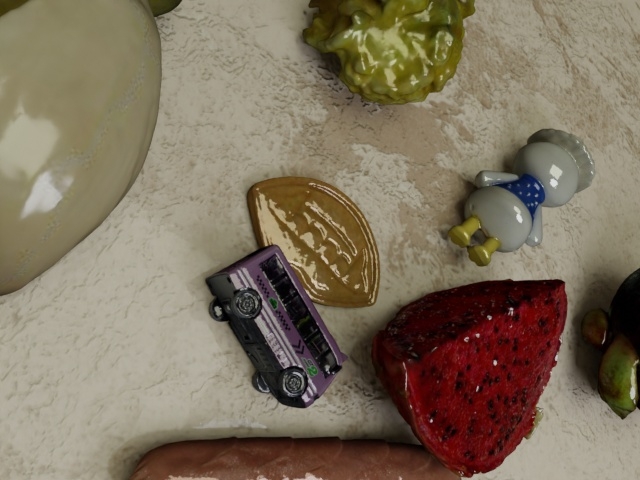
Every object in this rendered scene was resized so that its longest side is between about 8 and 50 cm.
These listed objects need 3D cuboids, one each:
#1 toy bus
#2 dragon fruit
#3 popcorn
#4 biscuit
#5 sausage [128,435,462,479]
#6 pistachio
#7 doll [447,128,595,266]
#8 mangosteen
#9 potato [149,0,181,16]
[{"bbox_3d":[-0.048,0.098,0.695,0.098,0.087,0.178,-33,98,-31],"label":"toy bus"},{"bbox_3d":[0.174,0.176,0.786,0.317,0.152,0.204,-16,102,-36],"label":"dragon fruit"},{"bbox_3d":[0.092,-0.284,0.786,0.189,0.169,0.217,20,67,-27],"label":"popcorn"},{"bbox_3d":[0.000,0.000,0.771,0.220,0.029,0.142,47,63,-14],"label":"biscuit"},{"bbox_3d":[-0.003,0.270,0.695,0.434,0.088,0.087,12,76,-27],"label":"sausage"},{"bbox_3d":[-0.263,-0.104,0.542,0.208,0.226,0.331,27,73,20],"label":"pistachio"},{"bbox_3d":[0.308,-0.073,0.911,0.293,0.119,0.138,-40,86,-23],"label":"doll"},{"bbox_3d":[0.555,0.161,0.930,0.288,0.288,0.287,5,80,-28],"label":"mangosteen"},{"bbox_3d":[-0.242,-0.299,0.629,0.194,0.157,0.157,-12,88,-7],"label":"potato"}]
